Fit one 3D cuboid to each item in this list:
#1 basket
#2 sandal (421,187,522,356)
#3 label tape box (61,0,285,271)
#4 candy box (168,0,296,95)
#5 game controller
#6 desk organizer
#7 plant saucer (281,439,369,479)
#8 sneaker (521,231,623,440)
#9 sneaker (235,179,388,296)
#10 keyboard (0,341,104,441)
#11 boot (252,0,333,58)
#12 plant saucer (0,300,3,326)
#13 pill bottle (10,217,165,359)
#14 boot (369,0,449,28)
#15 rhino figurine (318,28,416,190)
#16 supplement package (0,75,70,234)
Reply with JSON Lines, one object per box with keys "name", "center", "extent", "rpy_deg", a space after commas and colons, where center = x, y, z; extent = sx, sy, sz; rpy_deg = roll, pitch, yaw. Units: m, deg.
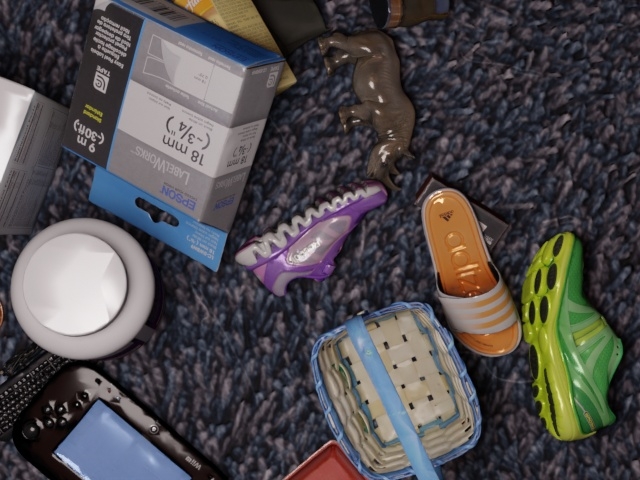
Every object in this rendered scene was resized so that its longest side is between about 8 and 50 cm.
{"name": "basket", "center": [0.104, 0.210, 1.610], "extent": [0.201, 0.289, 0.254], "rpy_deg": [-24, 89, 0]}
{"name": "sandal", "center": [0.205, 0.058, 1.691], "extent": [0.102, 0.076, 0.265], "rpy_deg": [-21, 105, 11]}
{"name": "label tape box", "center": [-0.214, -0.135, 1.607], "extent": [0.241, 0.106, 0.333], "rpy_deg": [28, 116, 18]}
{"name": "candy box", "center": [-0.188, -0.307, 1.666], "extent": [0.183, 0.087, 0.316], "rpy_deg": [-30, 91, 41]}
{"name": "game controller", "center": [-0.282, 0.320, 1.719], "extent": [0.319, 0.067, 0.166], "rpy_deg": [40, 96, -2]}
{"name": "desk organizer", "center": [0.202, -0.044, 1.727], "extent": [0.130, 0.050, 0.047], "rpy_deg": [32, 105, -7]}
{"name": "plant saucer", "center": [0.003, 0.461, 1.733], "extent": [0.258, 0.048, 0.259], "rpy_deg": [-40, 91, 0]}
{"name": "sneaker", "center": [0.363, 0.134, 1.715], "extent": [0.123, 0.109, 0.295], "rpy_deg": [-4, 91, -19]}
{"name": "sneaker", "center": [0.000, 0.000, 1.715], "extent": [0.236, 0.095, 0.104], "rpy_deg": [-31, 96, 5]}
{"name": "keyboard", "center": [-0.417, 0.203, 1.739], "extent": [0.192, 0.038, 0.100], "rpy_deg": [-38, 90, -1]}
{"name": "boot", "center": [-0.086, -0.350, 1.730], "extent": [0.137, 0.077, 0.198], "rpy_deg": [-30, 92, -12]}
{"name": "plant saucer", "center": [-0.504, 0.107, 1.750], "extent": [0.083, 0.013, 0.083], "rpy_deg": [0, 90, 1]}
{"name": "pill bottle", "center": [-0.304, 0.068, 1.589], "extent": [0.181, 0.323, 0.181], "rpy_deg": [0, 83, -4]}
{"name": "boot", "center": [0.122, -0.412, 1.730], "extent": [0.106, 0.082, 0.219], "rpy_deg": [-3, 86, -22]}
{"name": "rhino figurine", "center": [0.079, -0.188, 1.719], "extent": [0.106, 0.073, 0.243], "rpy_deg": [-16, 92, 3]}
{"name": "supplement package", "center": [-0.479, -0.132, 1.625], "extent": [0.199, 0.262, 0.198], "rpy_deg": [21, 90, 0]}
